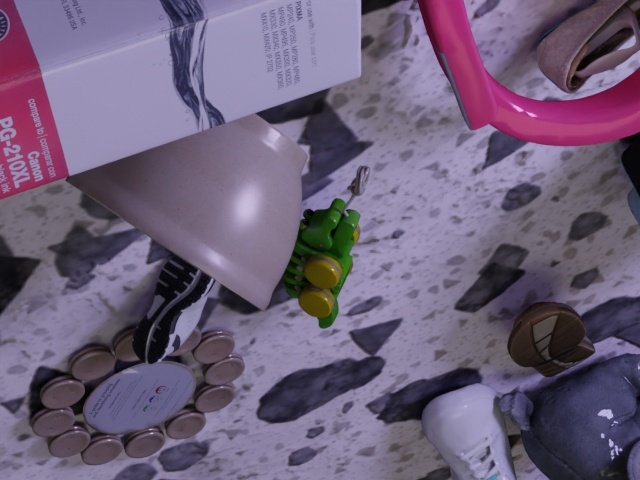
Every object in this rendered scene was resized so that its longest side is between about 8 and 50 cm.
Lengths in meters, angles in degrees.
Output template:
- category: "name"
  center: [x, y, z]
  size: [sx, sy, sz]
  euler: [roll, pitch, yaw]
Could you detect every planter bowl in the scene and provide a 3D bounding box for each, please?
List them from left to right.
- category: "planter bowl"
  center: [-0.076, -0.040, 1.252]
  size: [0.109, 0.162, 0.162]
  euler: [-56, 143, -3]

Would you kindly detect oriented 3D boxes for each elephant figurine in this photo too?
- category: "elephant figurine"
  center: [0.304, 0.239, 1.744]
  size: [0.186, 0.239, 0.169]
  euler: [-24, 153, -5]

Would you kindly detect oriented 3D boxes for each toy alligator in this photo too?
- category: "toy alligator"
  center: [0.000, 0.000, 1.427]
  size: [0.051, 0.056, 0.190]
  euler: [20, 140, 7]

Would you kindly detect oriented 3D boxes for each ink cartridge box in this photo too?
- category: "ink cartridge box"
  center: [-0.113, -0.145, 1.056]
  size: [0.237, 0.172, 0.100]
  euler: [-19, 145, -10]

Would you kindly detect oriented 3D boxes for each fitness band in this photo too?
- category: "fitness band"
  center: [0.170, -0.181, 1.253]
  size: [0.209, 0.054, 0.291]
  euler: [-22, 132, 0]

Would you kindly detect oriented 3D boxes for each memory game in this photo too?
- category: "memory game"
  center: [-0.151, 0.128, 1.529]
  size: [0.186, 0.012, 0.186]
  euler: [-17, 145, -12]

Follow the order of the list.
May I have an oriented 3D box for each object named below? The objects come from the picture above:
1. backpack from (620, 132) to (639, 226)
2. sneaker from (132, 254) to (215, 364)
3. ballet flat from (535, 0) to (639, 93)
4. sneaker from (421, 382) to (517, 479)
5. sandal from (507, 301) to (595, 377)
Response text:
- category: "backpack"
  center: [0.354, -0.034, 1.498]
  size: [0.188, 0.166, 0.144]
  euler: [-9, 144, -17]
- category: "sneaker"
  center: [-0.108, 0.046, 1.430]
  size: [0.109, 0.040, 0.043]
  euler: [-56, 162, 23]
- category: "ballet flat"
  center: [0.235, -0.167, 1.349]
  size: [0.168, 0.052, 0.057]
  euler: [-38, 144, 17]
- category: "sneaker"
  center: [0.157, 0.214, 1.762]
  size: [0.080, 0.094, 0.212]
  euler: [-25, 145, 2]
- category: "sandal"
  center: [0.206, 0.082, 1.668]
  size: [0.072, 0.049, 0.180]
  euler: [-26, 160, 10]
